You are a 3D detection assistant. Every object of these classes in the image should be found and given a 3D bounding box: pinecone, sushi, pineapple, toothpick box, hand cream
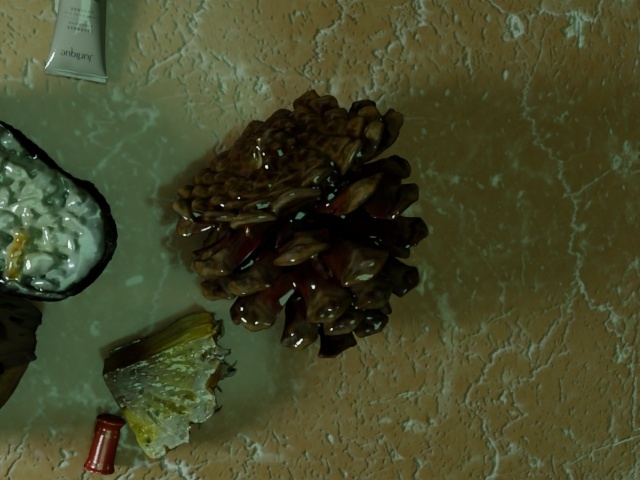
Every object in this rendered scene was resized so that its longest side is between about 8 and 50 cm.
[{"bbox_3d":[0.000,0.000,1.115,0.385,0.384,0.384,-1,95,-17],"label":"pinecone"},{"bbox_3d":[-0.442,-0.050,1.050,0.350,0.171,0.210,29,84,-18],"label":"sushi"},{"bbox_3d":[-0.230,0.210,1.168,0.186,0.114,0.236,27,89,-18],"label":"pineapple"},{"bbox_3d":[-0.322,0.304,1.178,0.047,0.047,0.083,15,89,-18],"label":"toothpick box"},{"bbox_3d":[-0.341,-0.325,1.126,0.087,0.054,0.186,7,99,-14],"label":"hand cream"}]

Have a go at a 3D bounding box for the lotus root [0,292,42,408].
[{"bbox_3d":[-0.542,0.162,0.981,0.316,0.316,0.250,31,93,-17],"label":"lotus root"}]
